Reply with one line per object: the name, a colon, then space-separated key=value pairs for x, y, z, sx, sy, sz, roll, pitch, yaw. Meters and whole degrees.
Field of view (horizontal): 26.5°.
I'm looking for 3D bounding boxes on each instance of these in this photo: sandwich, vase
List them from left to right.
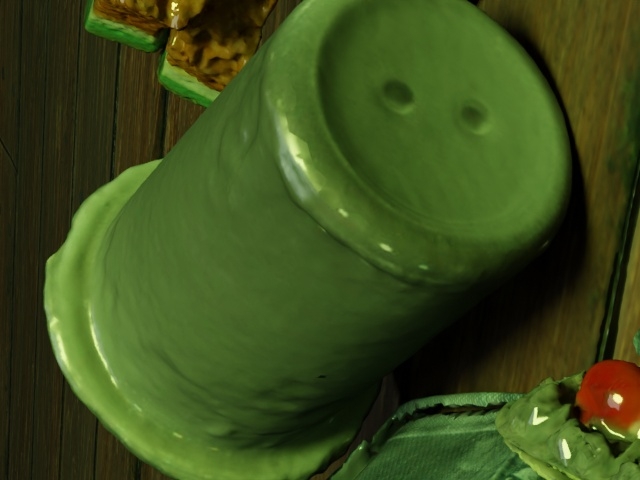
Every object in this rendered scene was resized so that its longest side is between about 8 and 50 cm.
sandwich: x=-0.066 y=-0.210 z=0.819 sx=0.212 sy=0.109 sz=0.292 roll=-90 pitch=19 yaw=-54
vase: x=0.000 y=0.000 z=0.796 sx=0.291 sy=0.245 sz=0.245 roll=-39 pitch=56 yaw=53

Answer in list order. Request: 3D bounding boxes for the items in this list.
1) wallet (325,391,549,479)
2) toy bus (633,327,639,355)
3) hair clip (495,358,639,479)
wallet: x=-0.001 y=0.225 z=0.741 sx=0.075 sy=0.342 sz=0.237 roll=48 pitch=157 yaw=-12
toy bus: x=0.218 y=-0.008 z=0.364 sx=0.275 sy=0.138 sz=0.167 roll=114 pitch=143 yaw=-44
hair clip: x=0.183 y=0.126 z=0.497 sx=0.091 sy=0.138 sz=0.321 roll=-55 pitch=31 yaw=8
